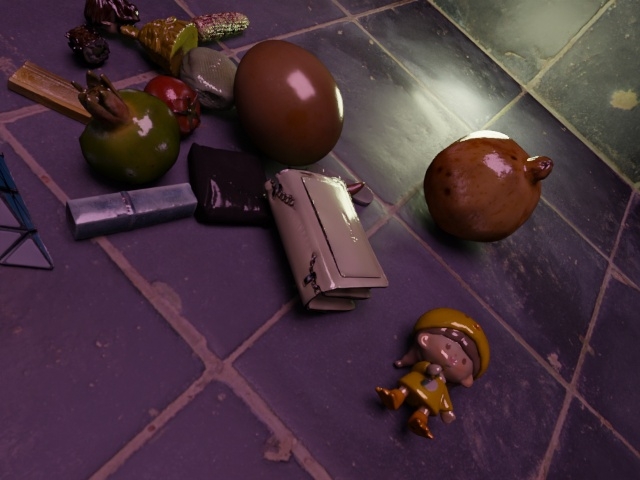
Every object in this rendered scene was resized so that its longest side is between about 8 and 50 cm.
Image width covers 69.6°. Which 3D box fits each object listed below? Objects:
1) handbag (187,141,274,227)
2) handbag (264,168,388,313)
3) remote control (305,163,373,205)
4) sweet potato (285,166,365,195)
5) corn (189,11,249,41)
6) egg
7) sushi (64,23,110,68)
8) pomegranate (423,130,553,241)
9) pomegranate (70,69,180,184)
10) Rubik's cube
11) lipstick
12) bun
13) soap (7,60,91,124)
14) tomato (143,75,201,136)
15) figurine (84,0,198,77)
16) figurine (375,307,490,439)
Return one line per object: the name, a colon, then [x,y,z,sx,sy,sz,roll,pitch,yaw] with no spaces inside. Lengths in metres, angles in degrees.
handbag: [-0.241,-0.157,1.266,0.223,0.080,0.247,1,59,-29]
handbag: [0.000,0.000,1.220,0.236,0.160,0.359,11,50,-50]
remote control: [0.062,-0.181,1.494,0.244,0.022,0.077,23,52,-13]
sweet potato: [0.009,-0.167,1.423,0.255,0.058,0.078,11,98,-12]
corn: [-0.354,-0.756,1.618,0.086,0.086,0.253,46,48,6]
egg: [-0.093,-0.400,1.347,0.301,0.301,0.374,-35,101,-41]
sushi: [-0.657,-0.545,1.295,0.098,0.094,0.084,-38,77,-25]
pomegranate: [0.553,-0.182,1.513,0.410,0.410,0.410,15,52,-20]
pomegranate: [-0.455,-0.264,1.080,0.235,0.302,0.236,1,70,-3]
Rubik's cube: [-0.686,-0.076,0.914,0.228,0.233,0.229,9,0,22]
lipstick: [-0.438,-0.074,1.097,0.289,0.077,0.076,-14,65,-37]
bun: [-0.338,-0.487,1.426,0.221,0.108,0.221,23,45,-25]
soap: [-0.667,-0.376,1.207,0.252,0.037,0.092,25,51,-13]
tomato: [-0.418,-0.372,1.276,0.167,0.167,0.167,15,52,-20]
figurine: [-0.558,-0.639,1.400,0.315,0.168,0.187,22,60,-2]
figurine: [0.294,0.319,1.176,0.343,0.187,0.215,-38,90,-35]
